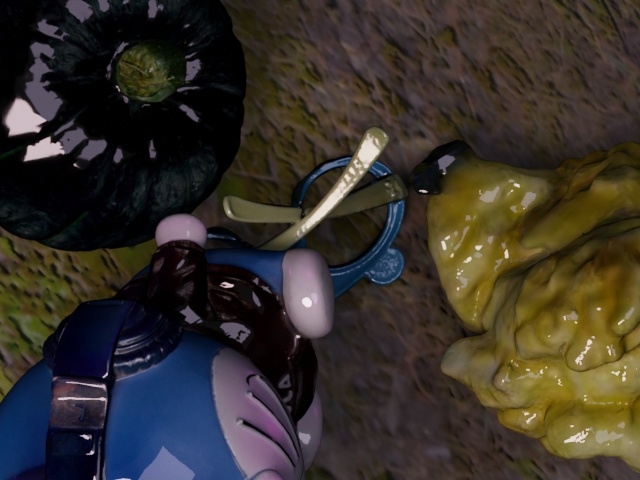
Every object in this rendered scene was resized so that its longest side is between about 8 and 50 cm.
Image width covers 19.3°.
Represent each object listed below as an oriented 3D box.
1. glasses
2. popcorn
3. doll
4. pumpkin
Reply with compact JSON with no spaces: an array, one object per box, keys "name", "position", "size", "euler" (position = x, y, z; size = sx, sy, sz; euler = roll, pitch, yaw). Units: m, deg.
[{"name":"glasses","position":[-0.022,-0.025,1.480],"size":[0.239,0.207,0.102],"euler":[-27,59,-24]},{"name":"popcorn","position":[0.232,0.064,1.518],"size":[0.293,0.293,0.237],"euler":[-37,129,-22]},{"name":"doll","position":[-0.111,0.149,1.322],"size":[0.240,0.310,0.284],"euler":[-2,125,14]},{"name":"pumpkin","position":[-0.157,-0.113,1.377],"size":[0.248,0.248,0.248],"euler":[2,83,-22]}]
